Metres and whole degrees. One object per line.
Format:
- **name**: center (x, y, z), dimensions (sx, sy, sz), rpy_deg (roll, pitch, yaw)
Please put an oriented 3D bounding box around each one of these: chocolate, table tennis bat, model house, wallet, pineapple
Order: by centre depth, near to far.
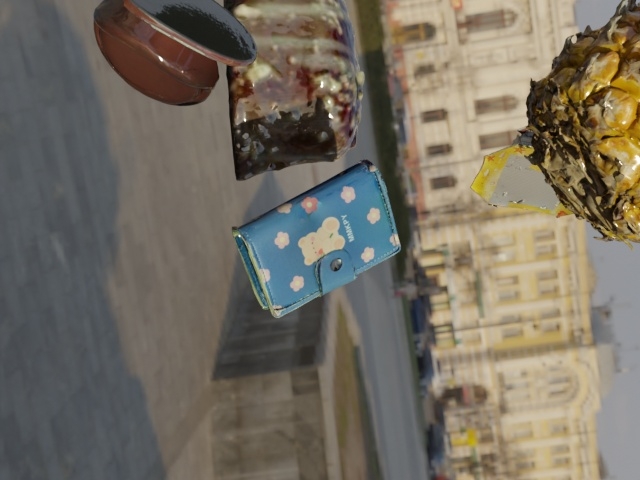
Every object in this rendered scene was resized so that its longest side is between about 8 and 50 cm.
- **table tennis bat**: center (-0.198, -0.284, 1.160), dimensions (0.301, 0.022, 0.173), rpy_deg (26, 28, -26)
- **wallet**: center (0.001, 0.000, 1.296), dimensions (0.059, 0.202, 0.141), rpy_deg (31, -36, 54)
- **pineapple**: center (0.455, -0.157, 1.405), dimensions (0.352, 0.300, 0.352), rpy_deg (56, -7, 11)
- **chocolate**: center (-0.038, -0.262, 1.598), dimensions (0.225, 0.210, 0.340), rpy_deg (80, 6, -83)
- **model house**: center (0.390, -0.159, 1.856), dimensions (0.219, 0.207, 0.136), rpy_deg (94, 8, -62)

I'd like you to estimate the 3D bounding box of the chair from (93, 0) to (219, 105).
- **chair**: center (-0.204, -0.378, 1.627), dimensions (0.401, 0.226, 0.226), rpy_deg (-61, 153, -31)
